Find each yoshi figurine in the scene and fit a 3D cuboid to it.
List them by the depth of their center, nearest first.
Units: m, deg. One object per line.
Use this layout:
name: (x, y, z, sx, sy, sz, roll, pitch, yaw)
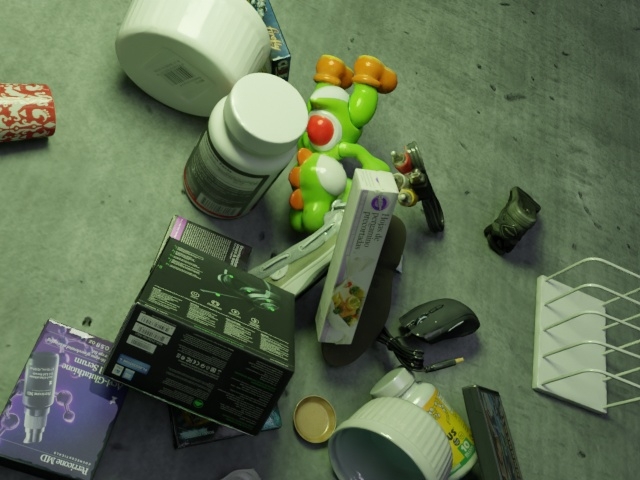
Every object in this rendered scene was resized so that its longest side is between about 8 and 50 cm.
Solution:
yoshi figurine: (0.040, -0.175, 1.328, 0.203, 0.203, 0.362, 18, 83, -10)

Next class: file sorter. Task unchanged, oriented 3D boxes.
file sorter: (0.603, 0.207, 1.442, 0.193, 0.173, 0.277, 22, 60, -15)

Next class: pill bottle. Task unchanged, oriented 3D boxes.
pill bottle: (-0.138, -0.165, 1.183, 0.161, 0.283, 0.161, 11, 63, -22)
pill bottle: (0.191, 0.335, 1.213, 0.118, 0.117, 0.208, -38, 88, -34)

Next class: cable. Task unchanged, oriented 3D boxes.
cable: (0.200, -0.106, 1.373, 0.072, 0.287, 0.139, -11, 71, 16)

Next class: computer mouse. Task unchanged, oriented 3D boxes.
computer mouse: (0.234, 0.174, 1.282, 0.262, 0.060, 0.184, -6, 27, -28)

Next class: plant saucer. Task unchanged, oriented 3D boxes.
plant saucer: (-0.012, 0.322, 1.182, 0.084, 0.015, 0.083, 10, 64, -22)

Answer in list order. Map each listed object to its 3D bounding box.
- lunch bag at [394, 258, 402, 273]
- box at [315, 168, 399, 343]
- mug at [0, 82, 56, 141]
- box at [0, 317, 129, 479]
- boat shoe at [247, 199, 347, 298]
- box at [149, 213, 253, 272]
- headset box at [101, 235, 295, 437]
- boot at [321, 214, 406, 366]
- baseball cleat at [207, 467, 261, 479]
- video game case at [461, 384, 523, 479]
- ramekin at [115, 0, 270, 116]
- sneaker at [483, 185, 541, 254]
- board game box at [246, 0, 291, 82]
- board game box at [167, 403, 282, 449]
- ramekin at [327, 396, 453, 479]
lunch bag: (0.135, 0.028, 1.368, 0.083, 0.053, 0.071, 16, 67, -23)
box: (0.054, 0.037, 1.094, 0.063, 0.323, 0.067, 6, 34, -12)
mug: (-0.554, -0.234, 1.119, 0.169, 0.113, 0.150, -10, 74, -33)
box: (-0.381, 0.246, 0.981, 0.153, 0.108, 0.207, 23, 59, -16)
boat shoe: (0.000, 0.001, 1.191, 0.103, 0.320, 0.118, 49, 16, 7)
box: (-0.216, 0.035, 1.207, 0.162, 0.029, 0.116, 24, 60, -13)
headset box: (-0.175, 0.135, 1.043, 0.246, 0.131, 0.283, 26, 18, -12)
boot: (0.071, 0.095, 1.279, 0.112, 0.115, 0.305, 26, 79, -25)
baseball cleat: (-0.089, 0.429, 1.062, 0.206, 0.072, 0.109, 21, 53, -21)
video game case: (0.331, 0.410, 1.205, 0.248, 0.035, 0.274, 33, 44, -62)
ramekin: (-0.245, -0.357, 1.234, 0.277, 0.277, 0.135, 25, 66, -14)
sneaker: (0.448, -0.049, 1.546, 0.087, 0.130, 0.227, 40, 28, 1)
board game box: (-0.125, -0.440, 1.388, 0.042, 0.165, 0.243, -18, 76, -11)
board game box: (-0.165, 0.275, 1.121, 0.186, 0.026, 0.126, -3, 69, -27)
ramekin: (0.126, 0.365, 1.121, 0.207, 0.207, 0.109, 49, 47, 2)
